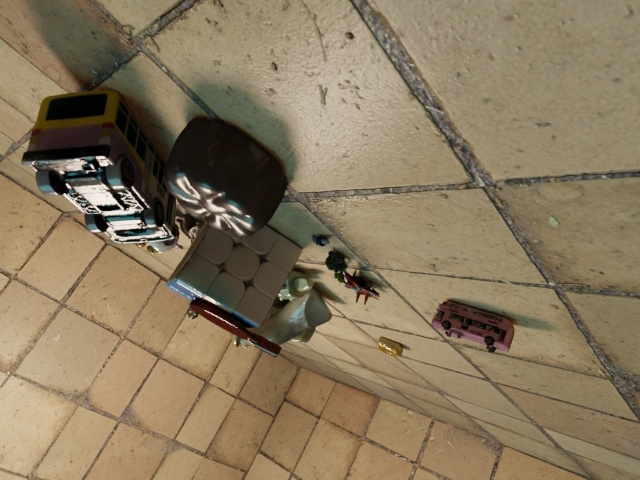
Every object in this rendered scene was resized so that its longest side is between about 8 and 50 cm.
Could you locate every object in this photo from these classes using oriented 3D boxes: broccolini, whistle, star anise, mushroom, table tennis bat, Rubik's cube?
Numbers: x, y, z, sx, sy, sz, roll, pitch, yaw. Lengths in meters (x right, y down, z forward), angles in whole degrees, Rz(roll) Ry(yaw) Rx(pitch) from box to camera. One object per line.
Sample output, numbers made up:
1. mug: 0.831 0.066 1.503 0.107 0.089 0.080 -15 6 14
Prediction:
1. broccolini: 0.061 0.090 1.422 0.067 0.058 0.216 65 -177 24
2. whistle: 0.000 0.000 1.296 0.033 0.029 0.083 55 158 -21
3. star anise: -0.455 -0.009 1.747 0.172 0.063 0.207 -10 108 55
4. whistle: -0.100 0.160 1.686 0.253 0.106 0.101 -18 106 56
5. mushroom: -0.157 0.321 1.812 0.177 0.397 0.126 46 -162 -40
6. table tennis bat: -0.262 0.269 1.425 0.310 0.038 0.200 30 159 -4
7. Rubik's cube: -0.282 0.089 1.491 0.290 0.291 0.292 34 158 -14

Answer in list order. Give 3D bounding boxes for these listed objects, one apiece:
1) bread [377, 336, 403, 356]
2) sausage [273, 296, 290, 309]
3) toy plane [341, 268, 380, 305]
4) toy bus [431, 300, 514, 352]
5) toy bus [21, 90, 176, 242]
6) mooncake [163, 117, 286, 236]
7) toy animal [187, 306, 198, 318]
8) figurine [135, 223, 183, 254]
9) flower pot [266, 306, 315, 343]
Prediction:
1. bread: 0.291 0.446 1.943 0.106 0.053 0.072 21 155 34
2. sausage: -0.247 0.158 1.810 0.136 0.123 0.501 13 163 49
3. toy plane: 0.111 0.130 1.416 0.130 0.061 0.189 14 151 35
4. toy bus: 0.399 0.225 1.224 0.203 0.090 0.063 14 155 32
5. toy bus: -0.554 -0.176 1.265 0.210 0.249 0.440 -5 154 4
6. mooncake: -0.226 -0.133 1.100 0.306 0.154 0.306 24 161 8
7. toy animal: -0.454 0.179 1.917 0.194 0.302 0.344 28 161 -7
8. figurine: -0.620 -0.078 1.751 0.133 0.194 0.274 -2 108 20
9. flower pot: -0.188 0.341 2.152 0.368 0.164 0.254 38 164 -23
